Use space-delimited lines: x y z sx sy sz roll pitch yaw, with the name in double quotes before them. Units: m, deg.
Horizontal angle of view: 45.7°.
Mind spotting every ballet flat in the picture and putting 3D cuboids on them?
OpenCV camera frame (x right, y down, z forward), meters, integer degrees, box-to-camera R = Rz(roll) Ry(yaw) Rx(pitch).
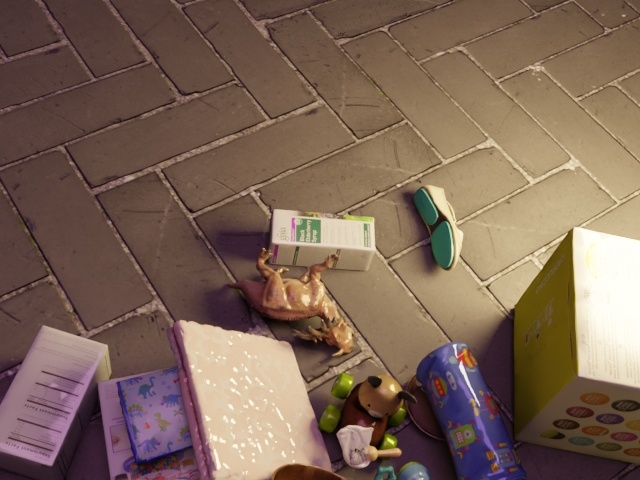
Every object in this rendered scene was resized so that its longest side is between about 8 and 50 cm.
"ballet flat" 0.301 -0.033 1.833 0.086 0.086 0.248 -6 56 -14

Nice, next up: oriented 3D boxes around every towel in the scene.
"towel" -0.129 0.313 1.420 0.332 0.053 0.316 22 38 -48

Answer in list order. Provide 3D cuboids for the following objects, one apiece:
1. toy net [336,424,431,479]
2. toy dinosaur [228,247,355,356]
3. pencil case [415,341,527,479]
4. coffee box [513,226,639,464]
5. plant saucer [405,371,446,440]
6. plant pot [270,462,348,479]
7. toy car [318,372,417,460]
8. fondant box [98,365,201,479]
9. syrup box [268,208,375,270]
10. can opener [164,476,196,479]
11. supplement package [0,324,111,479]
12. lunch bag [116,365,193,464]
"toy net" 0.107 0.437 1.449 0.232 0.045 0.122 41 85 -13
"toy dinosaur" -0.063 0.135 1.631 0.296 0.127 0.200 7 62 2
"pencil case" 0.287 0.353 1.503 0.133 0.119 0.306 -32 59 19
"coffee box" 0.603 0.225 1.546 0.335 0.337 0.338 12 55 -1
"plant saucer" 0.257 0.342 1.595 0.169 0.029 0.168 5 56 -8
"plant pot" -0.030 0.539 1.286 0.215 0.215 0.230 26 100 8
"toy car" 0.109 0.320 1.473 0.155 0.188 0.148 27 55 -5
"fondant box" -0.271 0.406 1.422 0.239 0.096 0.330 -9 57 -15
"syrup box" 0.000 0.000 1.744 0.237 0.096 0.093 5 56 -7
"can opener" -0.250 0.523 1.245 0.076 0.283 0.095 12 10 -19
"supplement package" -0.504 0.308 1.421 0.134 0.139 0.244 17 54 0
"lunch bag" -0.285 0.317 1.364 0.129 0.096 0.151 -15 50 -19
